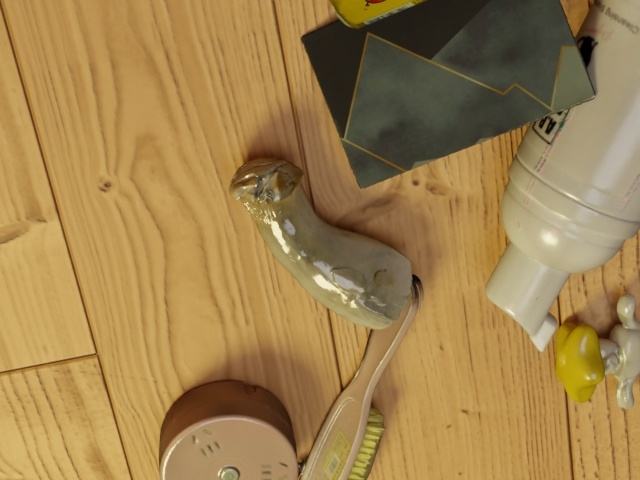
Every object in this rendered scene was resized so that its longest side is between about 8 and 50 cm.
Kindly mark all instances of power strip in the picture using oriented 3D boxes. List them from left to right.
[{"bbox_3d":[-0.101,0.235,1.353,0.154,0.078,0.154,-3,115,-7],"label":"power strip"}]

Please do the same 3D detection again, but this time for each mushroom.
[{"bbox_3d":[-0.004,0.002,1.256,0.223,0.081,0.092,41,122,-20],"label":"mushroom"}]

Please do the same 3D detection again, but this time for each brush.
[{"bbox_3d":[0.055,0.174,1.361,0.067,0.072,0.312,8,113,-36],"label":"brush"}]

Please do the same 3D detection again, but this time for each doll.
[{"bbox_3d":[0.318,0.120,1.364,0.113,0.071,0.135,12,109,-21],"label":"doll"}]

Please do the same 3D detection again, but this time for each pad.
[{"bbox_3d":[0.115,-0.164,1.168,0.243,0.004,0.163,-21,93,18],"label":"pad"}]

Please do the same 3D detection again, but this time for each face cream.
[{"bbox_3d":[0.259,-0.062,1.220,0.145,0.145,0.369,20,110,-16],"label":"face cream"}]

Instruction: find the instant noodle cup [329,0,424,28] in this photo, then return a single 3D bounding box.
[{"bbox_3d":[0.055,-0.277,1.086,0.144,0.182,0.182,-27,116,15],"label":"instant noodle cup"}]
